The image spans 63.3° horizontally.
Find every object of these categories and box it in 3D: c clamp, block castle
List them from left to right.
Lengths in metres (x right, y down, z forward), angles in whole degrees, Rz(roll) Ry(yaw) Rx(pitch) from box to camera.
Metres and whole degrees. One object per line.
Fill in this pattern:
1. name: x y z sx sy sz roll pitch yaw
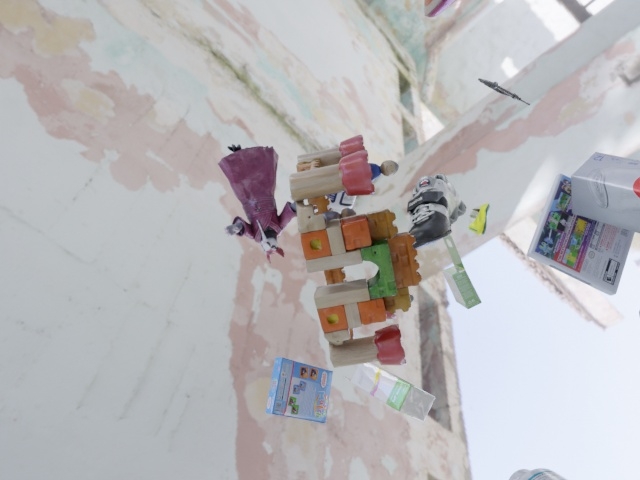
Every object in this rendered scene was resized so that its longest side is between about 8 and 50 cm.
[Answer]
1. block castle: 0.089 0.019 1.116 0.303 0.212 0.453 -83 -19 -72
2. c clamp: 0.607 -0.505 1.737 0.160 0.022 0.137 17 -159 -25

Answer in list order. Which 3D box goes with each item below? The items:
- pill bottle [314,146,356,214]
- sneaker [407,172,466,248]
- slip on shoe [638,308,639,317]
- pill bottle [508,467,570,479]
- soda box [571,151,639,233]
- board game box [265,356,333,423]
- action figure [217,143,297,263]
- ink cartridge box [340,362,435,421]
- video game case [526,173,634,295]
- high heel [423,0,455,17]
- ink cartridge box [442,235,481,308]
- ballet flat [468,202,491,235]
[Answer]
1. pill bottle: 0.065 -0.199 1.918 0.153 0.265 0.153 16 -163 -5
2. sneaker: 0.269 -0.082 1.316 0.146 0.122 0.330 63 -148 -9
3. slip on shoe: 0.707 0.162 1.058 0.135 0.051 0.041 26 -123 -6
4. pill bottle: 0.511 0.583 1.104 0.146 0.146 0.264 50 168 -7
5. soda box: 0.597 -0.067 0.910 0.286 0.091 0.098 28 149 45
6. board game box: -0.058 0.450 1.552 0.211 0.039 0.160 25 -115 -36
7. action figure: -0.201 -0.105 1.604 0.248 0.276 0.370 -13 -93 -17
8. ink cartridge box: 0.275 0.612 2.191 0.353 0.119 0.207 18 167 48
9. video game case: 0.536 -0.015 1.055 0.183 0.023 0.201 27 -108 5
10. high heel: 0.366 -0.600 1.100 0.181 0.377 0.127 3 -105 -17
11. ink cartridge box: 0.434 0.097 1.691 0.235 0.056 0.171 64 -177 -1
12. ballet flat: 0.652 -0.098 2.138 0.077 0.077 0.231 14 -145 16
